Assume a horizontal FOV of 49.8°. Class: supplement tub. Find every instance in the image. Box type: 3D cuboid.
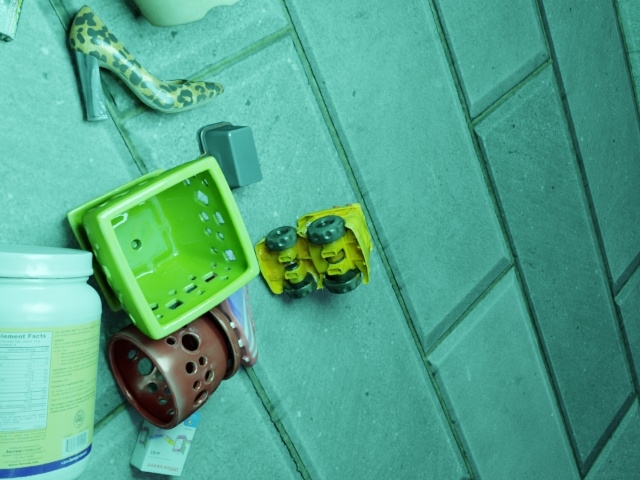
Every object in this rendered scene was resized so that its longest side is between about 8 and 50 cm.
[{"bbox_3d":[-0.449,0.176,1.007,0.241,0.241,0.331,3,91,-40],"label":"supplement tub"}]

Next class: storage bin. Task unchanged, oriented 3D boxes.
[{"bbox_3d":[-0.172,-0.158,1.314,0.098,0.091,0.135,-23,107,-37],"label":"storage bin"}]

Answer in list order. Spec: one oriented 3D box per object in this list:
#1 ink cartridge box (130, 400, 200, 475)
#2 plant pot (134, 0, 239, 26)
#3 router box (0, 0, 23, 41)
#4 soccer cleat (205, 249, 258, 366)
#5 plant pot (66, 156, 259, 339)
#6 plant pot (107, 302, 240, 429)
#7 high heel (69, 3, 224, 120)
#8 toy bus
[{"bbox_3d":[-0.288,0.368,1.284,0.088,0.052,0.122,25,79,-39],"label":"ink cartridge box"},{"bbox_3d":[-0.245,-0.529,1.102,0.334,0.333,0.305,-45,132,-28],"label":"plant pot"},{"bbox_3d":[-0.502,-0.377,1.048,0.092,0.038,0.122,16,84,-40],"label":"router box"},{"bbox_3d":[-0.165,0.133,1.355,0.095,0.083,0.248,-36,113,-38],"label":"soccer cleat"},{"bbox_3d":[-0.276,0.004,1.162,0.228,0.207,0.227,-34,115,-34],"label":"plant pot"},{"bbox_3d":[-0.251,0.209,1.219,0.174,0.191,0.191,-31,113,-43],"label":"plant pot"},{"bbox_3d":[-0.292,-0.314,1.191,0.261,0.093,0.186,-14,109,-30],"label":"high heel"},{"bbox_3d":[0.000,0.000,1.435,0.211,0.220,0.149,-70,145,-56],"label":"toy bus"}]
